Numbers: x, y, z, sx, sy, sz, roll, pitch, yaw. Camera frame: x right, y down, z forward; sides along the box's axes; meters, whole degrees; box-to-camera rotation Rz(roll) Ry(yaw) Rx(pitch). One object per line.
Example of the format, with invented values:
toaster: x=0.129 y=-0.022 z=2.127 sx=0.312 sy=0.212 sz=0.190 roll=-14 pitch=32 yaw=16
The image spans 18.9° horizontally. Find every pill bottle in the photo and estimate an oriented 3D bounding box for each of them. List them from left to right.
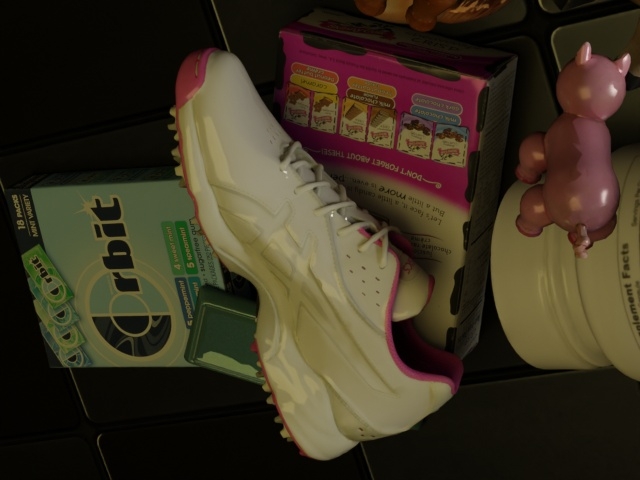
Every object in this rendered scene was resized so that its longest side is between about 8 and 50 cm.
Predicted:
pill bottle: x=0.263 y=0.010 z=1.222 sx=0.283 sy=0.160 sz=0.160 roll=-5 pitch=108 yaw=35

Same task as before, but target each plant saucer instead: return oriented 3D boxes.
plant saucer: x=-0.009 y=0.092 z=1.459 sx=0.192 sy=0.018 sz=0.067 roll=17 pitch=112 yaw=6

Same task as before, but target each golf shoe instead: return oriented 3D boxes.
golf shoe: x=0.000 y=0.000 z=1.316 sx=0.140 sy=0.115 sz=0.306 roll=-16 pitch=109 yaw=21

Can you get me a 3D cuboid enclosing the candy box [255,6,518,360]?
candy box: x=0.045 y=-0.034 z=1.375 sx=0.159 sy=0.071 sz=0.233 roll=16 pitch=117 yaw=20

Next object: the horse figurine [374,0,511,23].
horse figurine: x=0.039 y=-0.217 z=1.306 sx=0.263 sy=0.066 sz=0.174 roll=26 pitch=115 yaw=18

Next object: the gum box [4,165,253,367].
gum box: x=-0.148 y=0.022 z=1.516 sx=0.184 sy=0.041 sz=0.157 roll=-3 pitch=110 yaw=27

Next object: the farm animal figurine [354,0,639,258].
farm animal figurine: x=0.205 y=-0.149 z=1.083 sx=0.330 sy=0.327 sz=0.172 roll=41 pitch=141 yaw=10
